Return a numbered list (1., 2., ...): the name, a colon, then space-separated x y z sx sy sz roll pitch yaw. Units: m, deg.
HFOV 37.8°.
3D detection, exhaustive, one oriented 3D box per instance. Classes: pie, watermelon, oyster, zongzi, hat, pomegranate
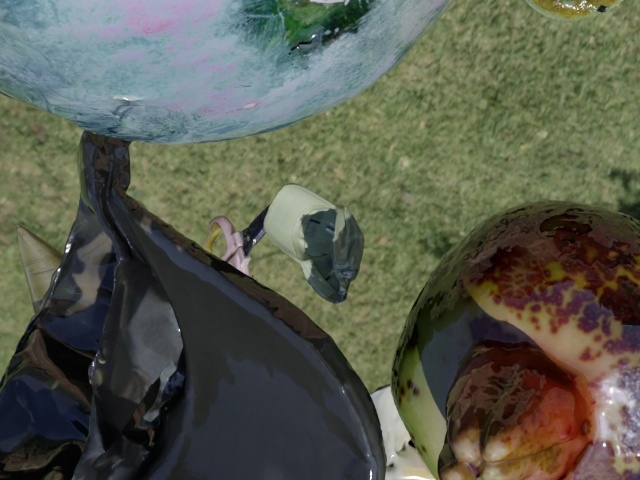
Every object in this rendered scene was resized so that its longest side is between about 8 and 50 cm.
1. pie: 0.159 -0.171 0.579 0.084 0.021 0.084 12 138 11
2. watermelon: -0.053 -0.109 0.409 0.175 0.188 0.322 38 -167 36
3. oyster: 0.150 0.232 1.095 0.275 0.100 0.271 4 141 5
4. zongzi: -0.434 0.121 1.656 0.317 0.154 0.289 59 162 0
5. hat: -0.120 0.131 0.734 0.382 0.366 0.257 27 -175 13
6. hat: -0.006 -0.002 1.309 0.166 0.081 0.122 33 105 9
7. pomegranate: 0.130 0.085 0.550 0.214 0.248 0.214 5 100 31

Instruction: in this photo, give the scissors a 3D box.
1. scissors: -0.119 0.008 1.448 0.317 0.024 0.160 -42 62 51
